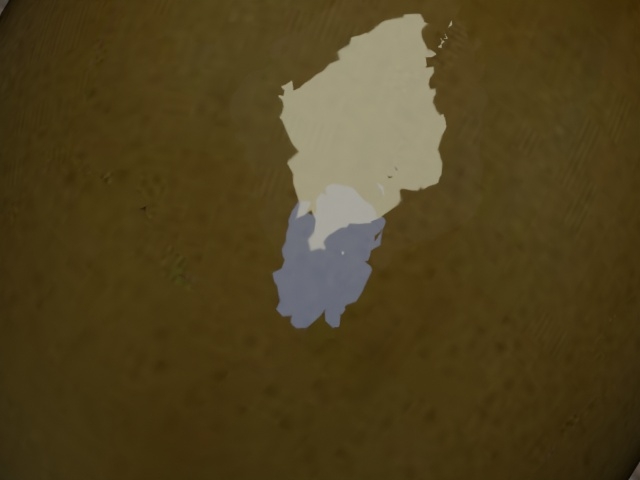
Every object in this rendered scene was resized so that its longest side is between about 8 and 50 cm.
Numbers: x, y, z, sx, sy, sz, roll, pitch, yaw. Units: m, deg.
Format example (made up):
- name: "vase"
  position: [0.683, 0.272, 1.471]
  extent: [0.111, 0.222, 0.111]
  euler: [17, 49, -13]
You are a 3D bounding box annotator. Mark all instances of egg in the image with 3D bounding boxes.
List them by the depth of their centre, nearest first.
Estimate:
- name: "egg"
  position: [0.000, 0.000, 0.640]
  extent: [0.250, 0.250, 0.322]
  euler: [22, 54, 1]
